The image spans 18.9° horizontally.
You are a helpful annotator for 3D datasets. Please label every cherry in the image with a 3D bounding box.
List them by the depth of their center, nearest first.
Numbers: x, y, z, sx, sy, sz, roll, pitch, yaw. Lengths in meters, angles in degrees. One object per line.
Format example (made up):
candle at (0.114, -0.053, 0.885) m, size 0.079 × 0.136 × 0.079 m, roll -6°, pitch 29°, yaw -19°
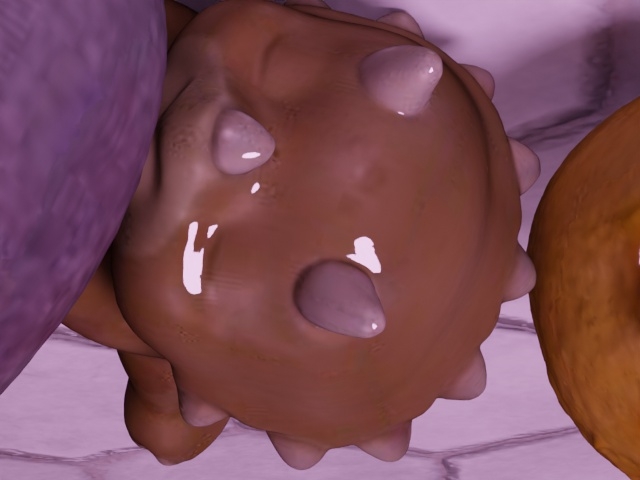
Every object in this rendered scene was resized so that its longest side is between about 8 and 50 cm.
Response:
cherry at (-0.147, -0.047, 0.592) m, size 0.184 × 0.266 × 0.213 m, roll 21°, pitch 168°, yaw -22°

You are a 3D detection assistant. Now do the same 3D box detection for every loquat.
loquat at (0.193, 0.021, 0.749) m, size 0.238 × 0.193 × 0.238 m, roll -16°, pitch 165°, yaw -4°

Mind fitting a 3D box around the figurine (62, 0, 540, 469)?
figurine at (-0.002, 0.002, 0.741) m, size 0.173 × 0.177 × 0.247 m, roll 15°, pitch 149°, yaw 16°
